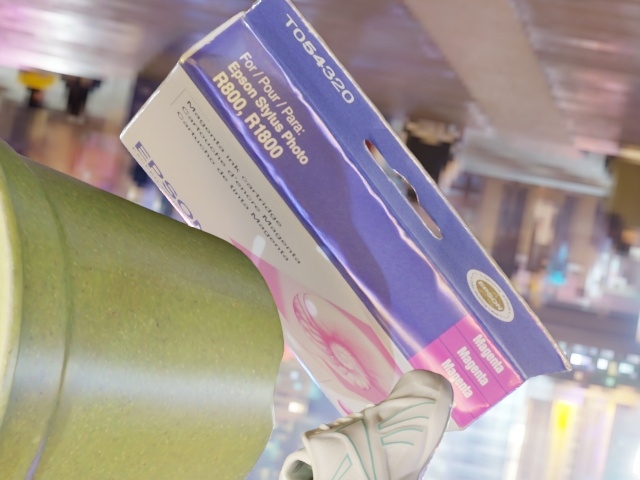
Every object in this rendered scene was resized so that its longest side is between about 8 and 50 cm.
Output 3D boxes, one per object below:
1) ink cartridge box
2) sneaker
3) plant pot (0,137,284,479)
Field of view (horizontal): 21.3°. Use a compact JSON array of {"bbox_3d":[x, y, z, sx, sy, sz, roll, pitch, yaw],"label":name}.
[{"bbox_3d":[0.000,0.000,1.238,0.324,0.071,0.330,52,163,-3],"label":"ink cartridge box"},{"bbox_3d":[0.019,0.095,0.747,0.061,0.053,0.152,23,-150,6],"label":"sneaker"},{"bbox_3d":[-0.168,0.066,0.972,0.276,0.276,0.254,8,176,42],"label":"plant pot"}]
